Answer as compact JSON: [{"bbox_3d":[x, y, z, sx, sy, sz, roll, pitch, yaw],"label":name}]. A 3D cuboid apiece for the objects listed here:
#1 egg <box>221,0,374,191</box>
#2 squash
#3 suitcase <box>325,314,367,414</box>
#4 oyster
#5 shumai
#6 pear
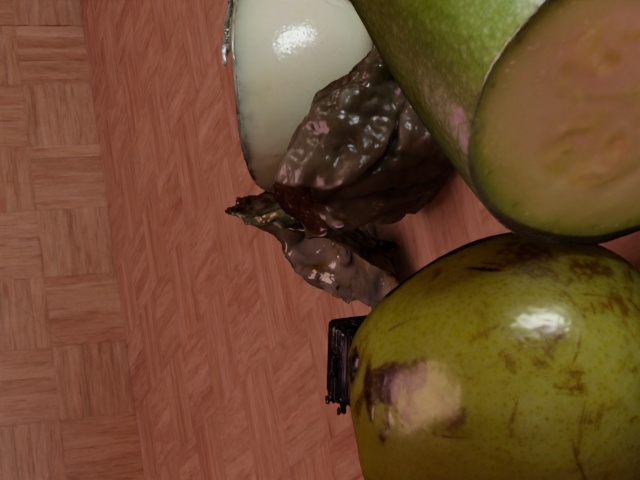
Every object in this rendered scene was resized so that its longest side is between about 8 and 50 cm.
[{"bbox_3d":[-0.014,-0.199,1.503,0.264,0.174,0.286,-79,-14,-47],"label":"egg"},{"bbox_3d":[0.158,-0.209,0.920,0.384,0.263,0.263,-115,29,-45],"label":"squash"},{"bbox_3d":[0.051,0.158,1.501,0.059,0.086,0.126,-147,56,-63],"label":"suitcase"},{"bbox_3d":[-0.023,-0.016,1.565,0.111,0.204,0.396,-56,26,-4],"label":"oyster"},{"bbox_3d":[0.057,-0.087,1.295,0.218,0.184,0.185,-42,17,44],"label":"shumai"},{"bbox_3d":[0.156,0.120,0.940,0.283,0.283,0.283,176,90,-69],"label":"pear"}]
